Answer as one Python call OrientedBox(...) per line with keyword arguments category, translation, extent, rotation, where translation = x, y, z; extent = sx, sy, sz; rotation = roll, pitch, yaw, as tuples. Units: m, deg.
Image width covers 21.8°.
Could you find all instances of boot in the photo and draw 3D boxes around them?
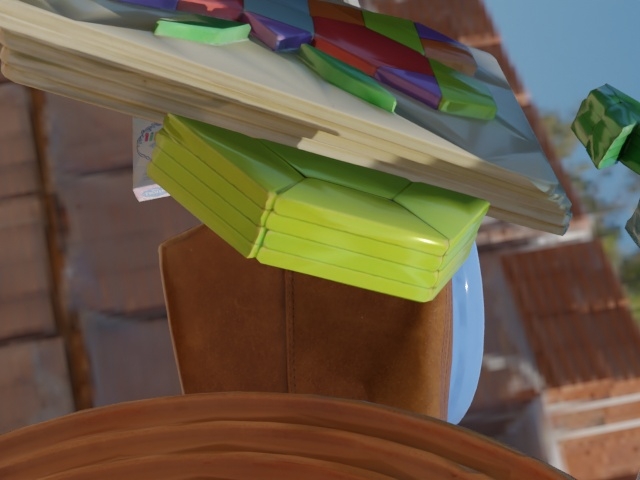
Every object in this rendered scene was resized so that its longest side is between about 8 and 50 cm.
OrientedBox(category="boot", translation=(0.058, 0.102, 0.685), extent=(0.096, 0.264, 0.280), rotation=(30, 52, -54))

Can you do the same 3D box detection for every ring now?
OrientedBox(category="ring", translation=(-0.049, 0.173, 0.325), extent=(0.336, 0.336, 0.032), rotation=(-106, 174, -46))

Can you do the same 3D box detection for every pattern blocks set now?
OrientedBox(category="pattern blocks set", translation=(-0.018, -0.059, 0.505), extent=(0.026, 0.325, 0.285), rotation=(-68, -154, 20))

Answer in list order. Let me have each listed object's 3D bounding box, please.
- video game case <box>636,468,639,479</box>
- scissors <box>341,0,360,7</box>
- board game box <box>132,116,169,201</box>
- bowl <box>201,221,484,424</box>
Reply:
OrientedBox(category="video game case", translation=(0.313, 0.171, 1.356), extent=(0.011, 0.087, 0.122), rotation=(-25, 135, -52))
OrientedBox(category="scissors", translation=(-0.002, -0.254, 1.220), extent=(0.297, 0.021, 0.109), rotation=(63, 22, 14))
OrientedBox(category="board game box", translation=(-0.107, -0.079, 1.339), extent=(0.020, 0.090, 0.090), rotation=(70, 13, -52))
OrientedBox(category="bowl", translation=(0.000, 0.000, 1.436), extent=(0.391, 0.077, 0.391), rotation=(44, -37, 46))
